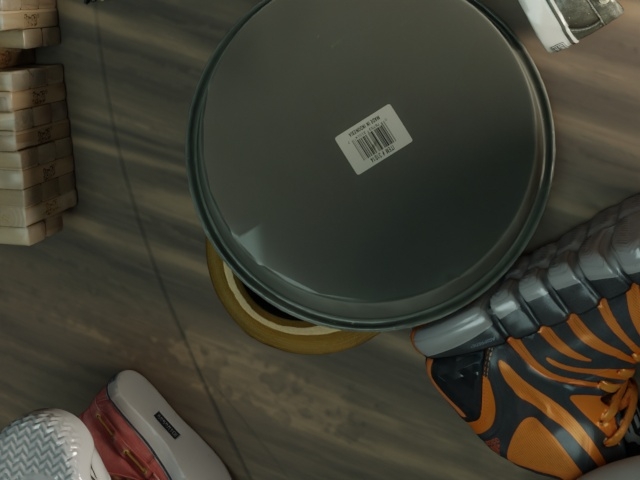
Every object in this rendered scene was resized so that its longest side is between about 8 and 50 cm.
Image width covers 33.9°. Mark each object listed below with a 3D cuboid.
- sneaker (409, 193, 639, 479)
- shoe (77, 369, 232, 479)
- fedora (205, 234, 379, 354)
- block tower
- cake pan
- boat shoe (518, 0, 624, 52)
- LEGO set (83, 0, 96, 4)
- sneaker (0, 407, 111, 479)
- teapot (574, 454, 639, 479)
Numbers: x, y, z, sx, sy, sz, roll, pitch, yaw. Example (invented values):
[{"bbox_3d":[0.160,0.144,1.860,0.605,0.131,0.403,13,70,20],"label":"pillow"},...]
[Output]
[{"bbox_3d":[0.242,0.077,0.821,0.321,0.124,0.180,-28,99,34],"label":"sneaker"},{"bbox_3d":[-0.160,0.215,1.015,0.081,0.063,0.178,-44,83,25],"label":"shoe"},{"bbox_3d":[0.000,0.000,0.889,0.194,0.079,0.194,2,99,10],"label":"fedora"},{"bbox_3d":[-0.291,-0.170,0.932,0.097,0.091,0.335,4,105,17],"label":"block tower"},{"bbox_3d":[0.037,-0.076,0.808,0.293,0.054,0.293,0,86,3],"label":"cake pan"},{"bbox_3d":[0.151,-0.249,0.776,0.070,0.078,0.219,-27,103,24],"label":"boat shoe"},{"bbox_3d":[-0.206,-0.251,0.923,0.054,0.023,0.083,9,121,18],"label":"LEGO set"},{"bbox_3d":[-0.198,0.298,0.966,0.137,0.210,0.366,-1,105,19],"label":"sneaker"},{"bbox_3d":[0.275,0.291,0.780,0.252,0.187,0.256,5,137,4],"label":"teapot"}]
